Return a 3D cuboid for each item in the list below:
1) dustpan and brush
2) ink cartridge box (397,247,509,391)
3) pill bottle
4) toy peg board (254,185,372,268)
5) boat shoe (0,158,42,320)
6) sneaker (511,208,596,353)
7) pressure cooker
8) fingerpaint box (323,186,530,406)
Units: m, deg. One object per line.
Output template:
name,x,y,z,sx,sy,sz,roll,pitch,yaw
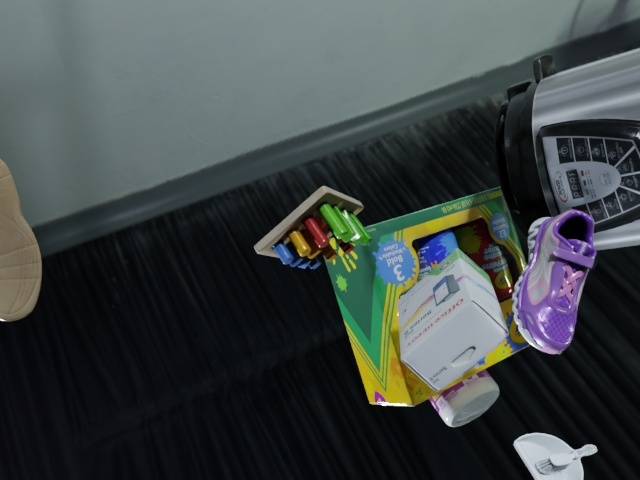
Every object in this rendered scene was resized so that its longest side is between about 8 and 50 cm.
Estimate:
dustpan and brush,0.534,0.476,1.443,0.211,0.147,0.060,8,131,-42
ink cartridge box,0.214,0.127,1.108,0.093,0.212,0.154,41,110,-12
pill bottle,0.326,0.330,1.780,0.169,0.302,0.169,-22,143,-18
toy peg board,0.000,0.000,1.136,0.160,0.079,0.161,-41,158,16
boat shoe,-0.538,0.000,1.100,0.102,0.285,0.092,-13,170,-38
sneaker,0.353,0.048,0.972,0.095,0.237,0.104,23,151,-9
pressure cooker,0.546,-0.157,1.279,0.420,0.370,0.375,-9,146,39
fingerpaint box,0.267,0.111,1.476,0.444,0.371,0.163,-16,179,-33
